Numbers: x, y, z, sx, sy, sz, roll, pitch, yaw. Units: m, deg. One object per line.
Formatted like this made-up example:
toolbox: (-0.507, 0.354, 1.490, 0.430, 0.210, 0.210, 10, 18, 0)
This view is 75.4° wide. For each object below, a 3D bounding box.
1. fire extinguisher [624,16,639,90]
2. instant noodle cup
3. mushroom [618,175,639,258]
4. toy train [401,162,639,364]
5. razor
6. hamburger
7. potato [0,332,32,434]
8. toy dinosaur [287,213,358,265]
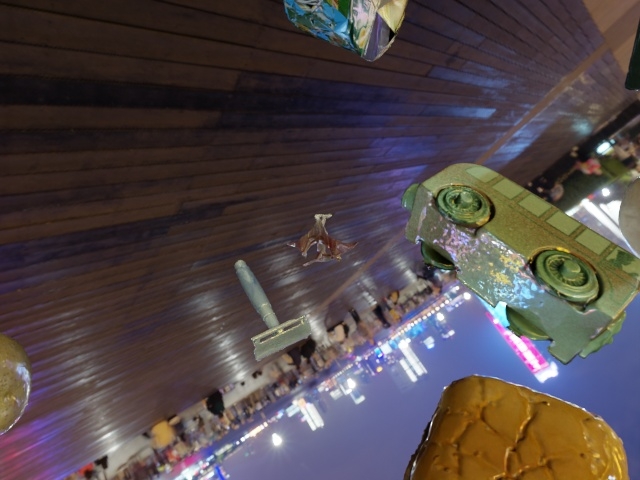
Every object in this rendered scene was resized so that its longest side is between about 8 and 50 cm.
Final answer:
fire extinguisher: (0.588, -0.412, 0.669, 0.114, 0.095, 0.312, -14, 120, -6)
instant noodle cup: (0.047, -0.488, 0.804, 0.240, 0.178, 0.240, -44, 149, -36)
mushroom: (0.677, -0.046, 0.739, 0.202, 0.246, 0.246, 11, 134, -44)
toy train: (0.260, 0.009, 0.577, 0.159, 0.326, 0.129, -28, 144, -29)
razor: (-0.072, 0.070, 0.488, 0.068, 0.135, 0.040, -20, 138, -22)
hamburger: (0.255, 0.347, 0.577, 0.318, 0.318, 0.158, -32, 127, -9)
potato: (-0.478, 0.183, 0.542, 0.193, 0.157, 0.157, 6, -179, 26)
toy dinosaur: (-0.001, 0.000, 0.851, 0.032, 0.108, 0.220, -7, -175, -38)
